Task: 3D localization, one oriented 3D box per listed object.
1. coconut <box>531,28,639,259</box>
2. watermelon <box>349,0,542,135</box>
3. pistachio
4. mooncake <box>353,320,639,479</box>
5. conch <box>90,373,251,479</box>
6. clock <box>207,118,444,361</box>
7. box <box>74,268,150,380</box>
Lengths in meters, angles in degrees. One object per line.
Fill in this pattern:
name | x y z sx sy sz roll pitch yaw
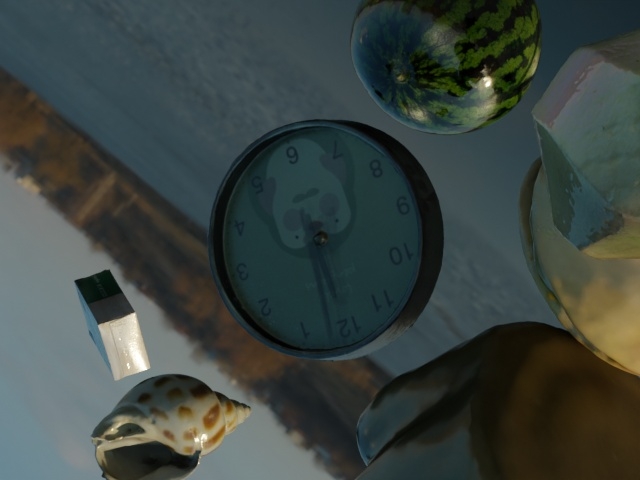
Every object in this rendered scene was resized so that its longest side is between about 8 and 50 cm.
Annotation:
coconut | 0.334 -0.084 1.224 0.259 0.259 0.259 40 176 3
watermelon | 0.185 -0.296 1.834 0.285 0.285 0.285 40 176 3
pistachio | 0.372 0.015 1.464 0.321 0.238 0.229 55 164 3
mooncake | 0.254 0.331 1.424 0.467 0.262 0.467 33 -143 -29
conch | -0.251 0.317 2.115 0.275 0.182 0.149 -3 -166 -7
clock | 0.001 0.000 1.593 0.319 0.318 0.066 38 -165 20
box | -0.407 0.162 2.401 0.199 0.081 0.135 -131 27 -55
